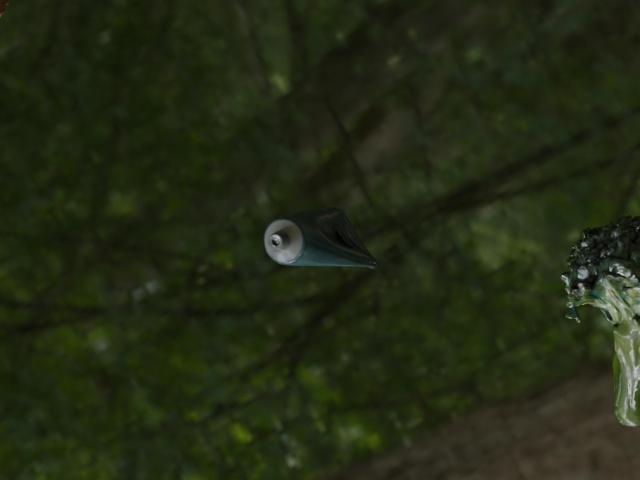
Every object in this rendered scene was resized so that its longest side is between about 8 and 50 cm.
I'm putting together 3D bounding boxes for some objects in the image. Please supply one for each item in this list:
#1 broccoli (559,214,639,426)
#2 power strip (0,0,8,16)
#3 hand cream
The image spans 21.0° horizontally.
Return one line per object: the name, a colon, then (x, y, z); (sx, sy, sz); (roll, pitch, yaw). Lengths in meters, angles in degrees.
broccoli: (0.421, 0.098, 2.130); (0.177, 0.198, 0.275); (-47, -60, -52)
power strip: (-0.411, -0.256, 1.800); (0.178, 0.028, 0.049); (5, -127, -35)
hand cream: (0.000, 0.000, 1.863); (0.083, 0.048, 0.224); (56, -160, 12)
